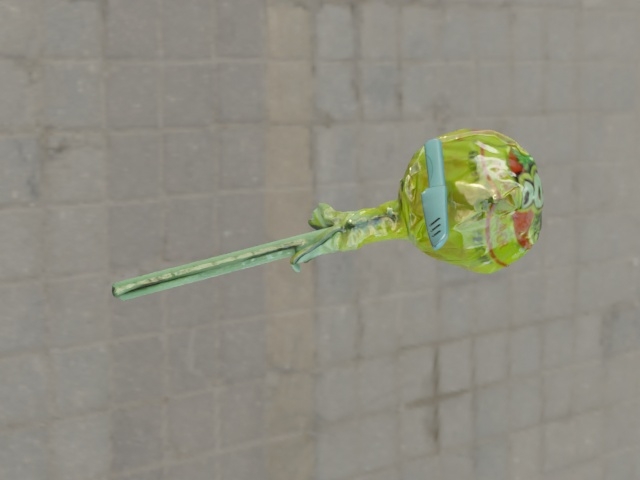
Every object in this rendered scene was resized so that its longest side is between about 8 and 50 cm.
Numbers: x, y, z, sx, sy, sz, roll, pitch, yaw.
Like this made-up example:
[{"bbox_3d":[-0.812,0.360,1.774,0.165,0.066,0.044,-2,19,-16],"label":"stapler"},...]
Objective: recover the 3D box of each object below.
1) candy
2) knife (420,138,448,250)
[{"bbox_3d":[0.000,-0.001,0.809,0.073,0.262,0.077,50,29,-61],"label":"candy"},{"bbox_3d":[0.057,-0.024,0.704,0.091,0.014,0.005,-89,157,-52],"label":"knife"}]
